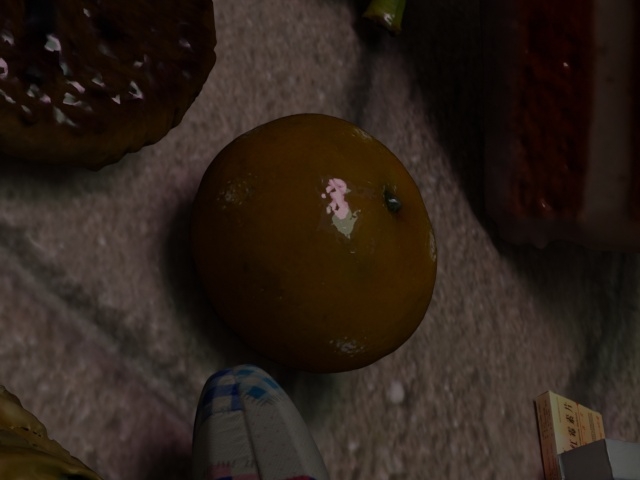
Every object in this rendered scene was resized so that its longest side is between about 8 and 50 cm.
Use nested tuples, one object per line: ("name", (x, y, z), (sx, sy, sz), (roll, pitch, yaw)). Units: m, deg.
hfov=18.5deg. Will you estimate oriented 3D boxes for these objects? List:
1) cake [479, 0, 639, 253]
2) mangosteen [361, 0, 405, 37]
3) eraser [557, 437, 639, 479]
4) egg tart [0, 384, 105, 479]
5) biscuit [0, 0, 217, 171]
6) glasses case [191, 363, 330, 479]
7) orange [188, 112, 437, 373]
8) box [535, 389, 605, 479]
("cake", (0.250, -0.151, 1.396), (0.230, 0.237, 0.309), (-27, 117, -53))
("mangosteen", (0.052, -0.247, 1.379), (0.156, 0.146, 0.181), (-15, 76, -56))
("eraser", (0.215, 0.237, 1.274), (0.092, 0.046, 0.212), (12, 61, -44))
("egg tart", (-0.143, 0.194, 0.832), (0.341, 0.129, 0.341), (32, 41, -33))
("biscuit", (-0.188, -0.194, 1.113), (0.289, 0.081, 0.334), (16, 56, -43))
("glasses case", (-0.009, 0.199, 0.952), (0.327, 0.076, 0.125), (-107, -177, -46))
("orange", (0.000, 0.000, 1.149), (0.156, 0.124, 0.156), (28, 44, -30))
("box", (0.174, 0.152, 1.333), (0.058, 0.015, 0.093), (24, 48, -37))
